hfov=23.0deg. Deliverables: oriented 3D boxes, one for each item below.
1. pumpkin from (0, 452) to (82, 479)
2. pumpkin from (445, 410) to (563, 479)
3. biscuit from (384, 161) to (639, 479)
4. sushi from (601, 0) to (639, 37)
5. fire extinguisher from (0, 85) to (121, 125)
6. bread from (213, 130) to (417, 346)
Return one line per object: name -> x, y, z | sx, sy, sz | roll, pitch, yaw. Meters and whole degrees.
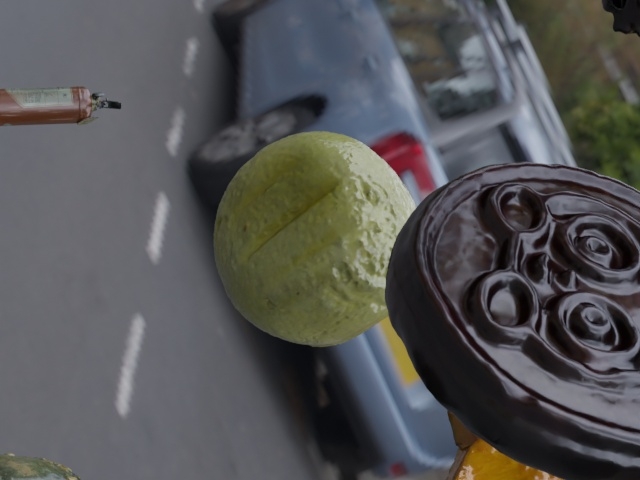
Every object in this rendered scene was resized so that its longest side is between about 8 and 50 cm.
pumpkin -> -0.381, 0.369, 1.776 | 0.257, 0.327, 0.292 | -113, -162, -45
pumpkin -> 0.276, 0.264, 1.893 | 0.095, 0.290, 0.258 | 106, -8, -67
biscuit -> 0.264, 0.069, 1.541 | 0.407, 0.407, 0.091 | -107, -151, -44
sushi -> 0.445, -0.351, 1.636 | 0.281, 0.299, 0.294 | -43, 140, -51
fire extinguisher -> -0.336, -0.165, 1.933 | 0.062, 0.177, 0.050 | -147, -126, -74
bread -> -0.007, -0.004, 2.356 | 0.237, 0.320, 0.320 | 33, 29, -44
